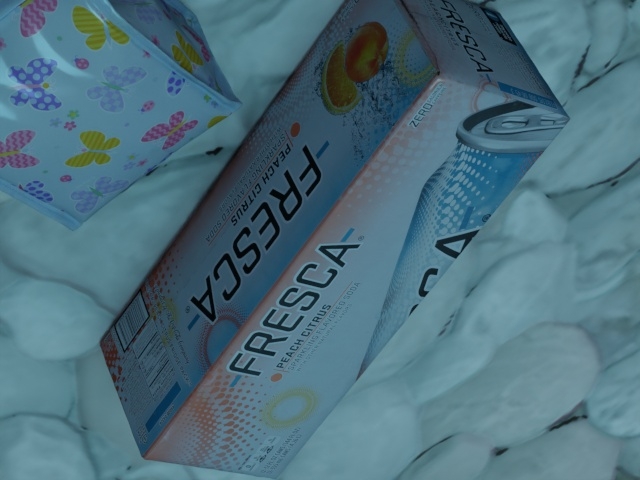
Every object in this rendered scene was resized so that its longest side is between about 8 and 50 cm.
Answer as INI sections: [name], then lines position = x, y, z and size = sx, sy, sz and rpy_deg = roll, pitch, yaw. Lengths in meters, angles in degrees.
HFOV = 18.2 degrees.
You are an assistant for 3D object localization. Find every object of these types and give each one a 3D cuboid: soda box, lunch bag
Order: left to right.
[lunch bag]
position = -0.076, -0.051, 0.588
size = 0.071, 0.053, 0.083
rpy_deg = -37, 149, 15
[soda box]
position = 0.000, 0.000, 0.679
size = 0.063, 0.058, 0.183
rpy_deg = 13, 127, -38
